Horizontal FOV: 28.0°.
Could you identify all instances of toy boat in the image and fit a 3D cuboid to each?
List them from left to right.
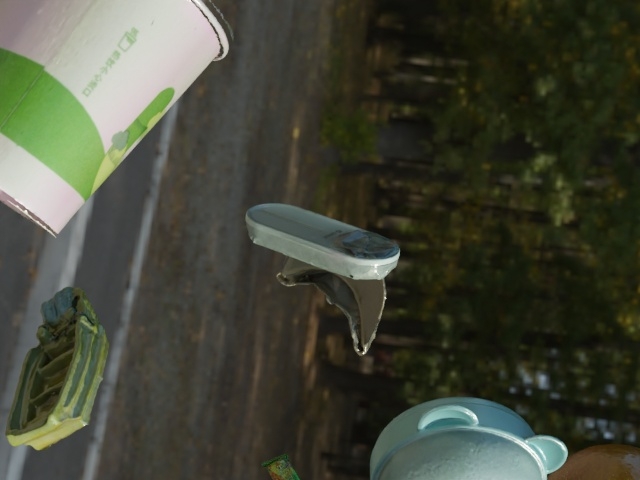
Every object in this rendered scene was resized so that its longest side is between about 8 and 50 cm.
[{"bbox_3d":[-0.354,0.181,1.754,0.084,0.111,0.276,51,20,-30],"label":"toy boat"}]

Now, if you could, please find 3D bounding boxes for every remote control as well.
[{"bbox_3d":[0.000,0.000,1.854,0.104,0.247,0.052,-25,127,-51],"label":"remote control"}]

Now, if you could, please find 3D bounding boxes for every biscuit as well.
[{"bbox_3d":[-0.052,0.378,2.015,0.089,0.046,0.016,60,9,5],"label":"biscuit"}]

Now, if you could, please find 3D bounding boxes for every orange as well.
[{"bbox_3d":[0.483,0.468,2.094,0.274,0.274,0.274,7,90,-87],"label":"orange"}]

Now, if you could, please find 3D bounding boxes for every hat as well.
[{"bbox_3d":[0.054,0.067,2.244,0.149,0.214,0.244,-36,167,-49],"label":"hat"}]

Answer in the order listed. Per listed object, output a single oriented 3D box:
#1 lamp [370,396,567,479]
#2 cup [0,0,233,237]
[{"bbox_3d":[0.152,0.296,1.555,0.284,0.209,0.147,-47,-155,53],"label":"lamp"},{"bbox_3d":[-0.266,-0.167,1.292,0.274,0.253,0.253,-55,171,-11],"label":"cup"}]
